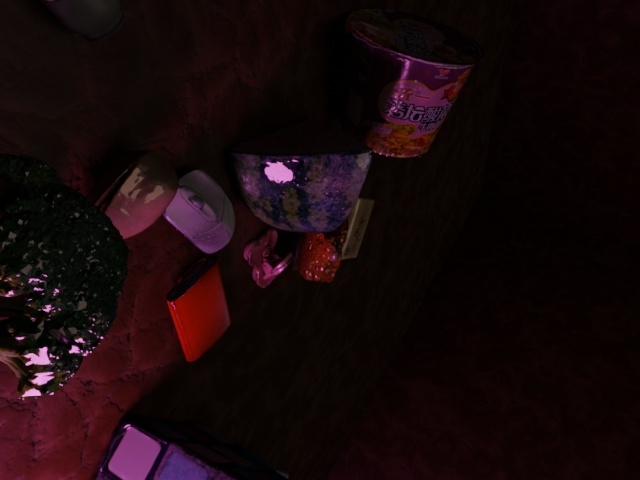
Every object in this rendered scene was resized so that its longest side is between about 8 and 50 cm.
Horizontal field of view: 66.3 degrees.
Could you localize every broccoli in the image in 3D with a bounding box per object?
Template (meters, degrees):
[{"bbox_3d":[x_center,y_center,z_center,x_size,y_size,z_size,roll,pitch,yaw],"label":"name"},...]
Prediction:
[{"bbox_3d":[-0.355,0.029,0.541,0.269,0.269,0.254,-32,134,-52],"label":"broccoli"}]

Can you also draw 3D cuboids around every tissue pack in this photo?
[{"bbox_3d":[0.081,-0.044,1.490,0.148,0.092,0.196,-3,113,-64],"label":"tissue pack"}]

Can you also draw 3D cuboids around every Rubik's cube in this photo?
[{"bbox_3d":[-0.261,0.603,1.005,0.362,0.363,0.359,-63,160,-19],"label":"Rubik's cube"}]

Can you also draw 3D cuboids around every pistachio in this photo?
[{"bbox_3d":[-0.278,-0.067,0.716,0.149,0.113,0.113,-57,154,-20],"label":"pistachio"}]

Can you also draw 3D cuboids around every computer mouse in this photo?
[{"bbox_3d":[-0.213,-0.047,0.912,0.113,0.068,0.229,-61,155,-18],"label":"computer mouse"}]

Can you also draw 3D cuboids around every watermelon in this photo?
[{"bbox_3d":[-0.004,-0.143,1.055,0.293,0.250,0.283,-51,156,-24],"label":"watermelon"}]

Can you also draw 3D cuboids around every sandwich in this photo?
[{"bbox_3d":[-0.003,0.002,1.252,0.212,0.109,0.292,-94,-165,-46],"label":"sandwich"}]

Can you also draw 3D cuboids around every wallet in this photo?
[{"bbox_3d":[-0.250,0.142,1.022,0.142,0.045,0.204,-50,151,-39],"label":"wallet"}]

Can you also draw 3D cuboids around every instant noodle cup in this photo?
[{"bbox_3d":[0.191,-0.383,1.211,0.340,0.339,0.266,-41,156,-45],"label":"instant noodle cup"}]

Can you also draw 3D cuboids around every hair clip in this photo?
[{"bbox_3d":[-0.136,0.046,1.198,0.123,0.102,0.138,-46,180,-37],"label":"hair clip"}]

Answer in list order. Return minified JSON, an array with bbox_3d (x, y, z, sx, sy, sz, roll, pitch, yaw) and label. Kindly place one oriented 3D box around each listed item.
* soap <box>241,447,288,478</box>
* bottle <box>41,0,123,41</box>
[{"bbox_3d":[-0.287,0.828,1.384,0.446,0.156,0.261,-58,154,-20],"label":"soap"},{"bbox_3d":[-0.300,-0.327,0.501,0.254,0.079,0.096,60,17,-59],"label":"bottle"}]
